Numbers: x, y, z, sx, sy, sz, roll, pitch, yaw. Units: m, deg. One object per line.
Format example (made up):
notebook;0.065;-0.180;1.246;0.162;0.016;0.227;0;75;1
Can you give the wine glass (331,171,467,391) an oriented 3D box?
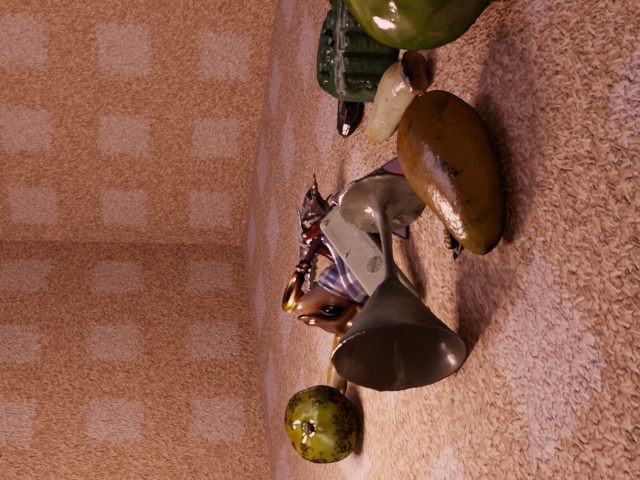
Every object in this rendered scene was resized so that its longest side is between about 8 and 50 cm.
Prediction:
wine glass;0.147;0.072;1.552;0.267;0.267;0.406;110;163;-53

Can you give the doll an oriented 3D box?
doll;0.037;0.086;2.045;0.318;0.209;0.340;25;107;59

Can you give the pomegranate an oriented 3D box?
pomegranate;-0.001;0.539;2.179;0.276;0.203;0.222;119;134;-69

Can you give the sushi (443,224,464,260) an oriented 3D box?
sushi;0.266;-0.040;1.494;0.126;0.026;0.120;113;156;-56

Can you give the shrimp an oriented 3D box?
shrimp;-0.004;-0.004;2.360;0.221;0.166;0.411;-54;-21;-64

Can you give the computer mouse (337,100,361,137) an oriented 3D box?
computer mouse;0.088;-0.387;2.201;0.106;0.062;0.192;119;155;-64

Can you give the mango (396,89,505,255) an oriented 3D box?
mango;0.236;-0.130;1.357;0.176;0.175;0.330;42;-152;-43

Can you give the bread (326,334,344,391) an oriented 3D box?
bread;0.054;0.383;2.277;0.073;0.053;0.214;-131;47;-66

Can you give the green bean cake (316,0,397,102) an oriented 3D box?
green bean cake;0.089;-0.529;1.987;0.308;0.169;0.300;-123;37;-69

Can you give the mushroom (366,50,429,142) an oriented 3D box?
mushroom;0.174;-0.338;1.795;0.333;0.087;0.107;125;143;-70

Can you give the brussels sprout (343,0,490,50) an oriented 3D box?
brussels sprout;0.163;-0.512;1.388;0.355;0.289;0.281;54;150;23

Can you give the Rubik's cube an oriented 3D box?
Rubik's cube;0.114;-0.124;1.833;0.211;0.178;0.191;-135;51;-70

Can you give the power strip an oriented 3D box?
power strip;0.119;0.050;1.801;0.091;0.062;0.385;-47;45;12
